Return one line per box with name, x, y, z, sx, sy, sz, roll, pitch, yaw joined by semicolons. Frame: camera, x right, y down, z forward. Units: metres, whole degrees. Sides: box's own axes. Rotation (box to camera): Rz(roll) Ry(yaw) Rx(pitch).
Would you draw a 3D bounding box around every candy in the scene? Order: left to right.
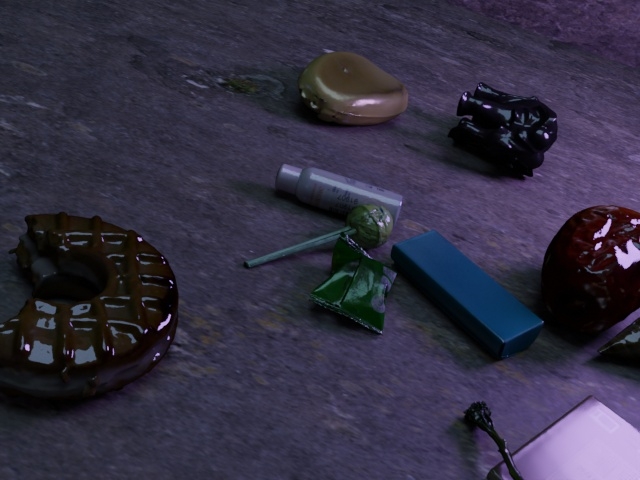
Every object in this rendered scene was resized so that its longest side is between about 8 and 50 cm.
candy;0.000;0.000;1.545;0.336;0.092;0.093;-16;84;-30
candy;0.068;0.074;1.453;0.141;0.078;0.203;18;38;3

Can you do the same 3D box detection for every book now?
book;0.427;0.366;1.230;0.310;0.021;0.217;-18;47;-41

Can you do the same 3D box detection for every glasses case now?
glasses case;0.267;0.100;1.515;0.117;0.070;0.301;-18;48;-33

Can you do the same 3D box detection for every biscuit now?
biscuit;-0.347;0.093;1.204;0.268;0.115;0.366;5;36;-16

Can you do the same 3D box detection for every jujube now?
jujube;0.558;0.055;1.585;0.223;0.223;0.318;31;40;21

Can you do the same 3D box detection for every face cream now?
face cream;0.036;-0.097;1.686;0.269;0.081;0.082;17;33;1

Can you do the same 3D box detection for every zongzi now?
zongzi;0.677;0.231;1.490;0.241;0.111;0.248;-30;60;-27

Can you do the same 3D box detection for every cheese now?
cheese;0.066;-0.396;2.099;0.260;0.128;0.316;38;41;26

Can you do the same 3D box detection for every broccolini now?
broccolini;0.275;0.314;1.196;0.044;0.042;0.218;-27;33;-3

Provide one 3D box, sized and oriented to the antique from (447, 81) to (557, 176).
antique;0.493;-0.295;2.089;0.255;0.185;0.322;28;31;19
